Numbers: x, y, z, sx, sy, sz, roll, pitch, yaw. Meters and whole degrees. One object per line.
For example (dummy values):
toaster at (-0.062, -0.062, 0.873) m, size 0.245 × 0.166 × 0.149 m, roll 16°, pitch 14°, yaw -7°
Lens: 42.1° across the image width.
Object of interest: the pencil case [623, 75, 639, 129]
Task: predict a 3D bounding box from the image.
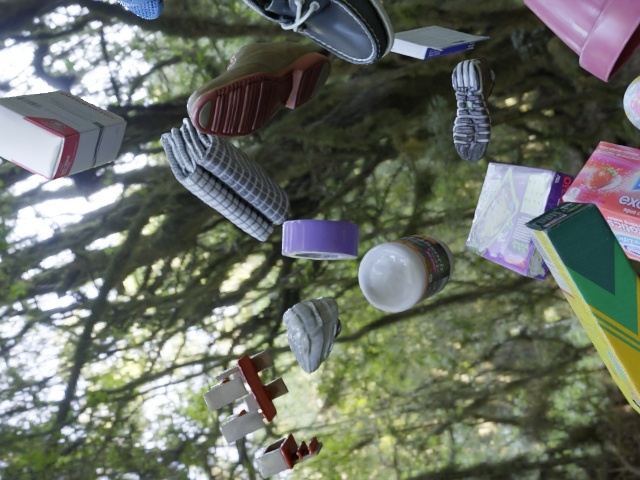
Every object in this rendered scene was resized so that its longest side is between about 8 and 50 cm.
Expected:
pencil case at (0.674, -0.277, 1.545) m, size 0.273 × 0.113 × 0.124 m, roll 173°, pitch 99°, yaw -83°

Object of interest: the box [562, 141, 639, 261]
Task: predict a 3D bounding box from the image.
box at (0.601, -0.047, 1.443) m, size 0.142 × 0.300 × 0.154 m, roll -52°, pitch -48°, yaw -15°

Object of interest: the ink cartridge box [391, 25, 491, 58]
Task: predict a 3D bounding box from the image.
ink cartridge box at (0.333, -0.560, 2.369) m, size 0.223 × 0.224 × 0.045 m, roll -20°, pitch -58°, yaw -35°

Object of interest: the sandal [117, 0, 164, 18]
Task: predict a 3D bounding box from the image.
sandal at (-0.460, -0.558, 1.754) m, size 0.317 × 0.126 × 0.138 m, roll 32°, pitch -125°, yaw -46°

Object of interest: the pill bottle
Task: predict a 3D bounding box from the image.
pill bottle at (0.213, 0.070, 1.962) m, size 0.278 × 0.162 × 0.162 m, roll -14°, pitch -93°, yaw -63°

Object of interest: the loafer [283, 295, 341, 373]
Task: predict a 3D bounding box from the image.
loafer at (-0.007, 0.195, 1.705) m, size 0.112 × 0.111 × 0.319 m, roll 61°, pitch 170°, yaw 16°

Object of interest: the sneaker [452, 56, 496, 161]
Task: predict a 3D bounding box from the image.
sneaker at (0.437, -0.366, 2.262) m, size 0.162 × 0.106 × 0.281 m, roll -40°, pitch -48°, yaw -48°

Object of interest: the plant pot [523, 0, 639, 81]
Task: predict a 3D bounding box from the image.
plant pot at (0.420, -0.372, 1.262) m, size 0.180 × 0.201 × 0.201 m, roll 37°, pitch -162°, yaw 17°

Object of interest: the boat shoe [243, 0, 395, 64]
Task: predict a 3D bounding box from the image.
boat shoe at (-0.045, -0.304, 0.996) m, size 0.302 × 0.114 × 0.091 m, roll 36°, pitch -128°, yaw -9°

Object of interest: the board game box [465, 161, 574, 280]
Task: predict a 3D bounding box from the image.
board game box at (0.402, -0.050, 1.721) m, size 0.347 × 0.056 × 0.208 m, roll -137°, pitch 65°, yaw -77°

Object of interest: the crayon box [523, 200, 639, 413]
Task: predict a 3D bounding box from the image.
crayon box at (0.405, 0.100, 1.147) m, size 0.319 × 0.081 × 0.202 m, roll 60°, pitch -172°, yaw 0°

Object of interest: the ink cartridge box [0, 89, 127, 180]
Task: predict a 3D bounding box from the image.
ink cartridge box at (-0.617, -0.253, 1.945) m, size 0.117 × 0.207 × 0.283 m, roll -68°, pitch -10°, yaw 19°

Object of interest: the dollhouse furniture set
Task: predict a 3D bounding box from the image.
dollhouse furniture set at (-0.115, 0.372, 1.830) m, size 0.259 × 0.135 × 0.262 m, roll 63°, pitch -170°, yaw 0°

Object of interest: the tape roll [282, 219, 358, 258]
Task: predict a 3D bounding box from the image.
tape roll at (0.000, 0.000, 2.054) m, size 0.189 × 0.189 × 0.080 m, roll 15°, pitch -105°, yaw -62°

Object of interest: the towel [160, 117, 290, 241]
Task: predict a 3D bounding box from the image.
towel at (-0.197, -0.148, 1.766) m, size 0.235 × 0.121 × 0.284 m, roll 37°, pitch -169°, yaw -31°

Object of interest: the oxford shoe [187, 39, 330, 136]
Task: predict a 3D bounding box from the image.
oxford shoe at (-0.132, -0.285, 1.517) m, size 0.130 × 0.123 × 0.348 m, roll 37°, pitch -141°, yaw 20°
